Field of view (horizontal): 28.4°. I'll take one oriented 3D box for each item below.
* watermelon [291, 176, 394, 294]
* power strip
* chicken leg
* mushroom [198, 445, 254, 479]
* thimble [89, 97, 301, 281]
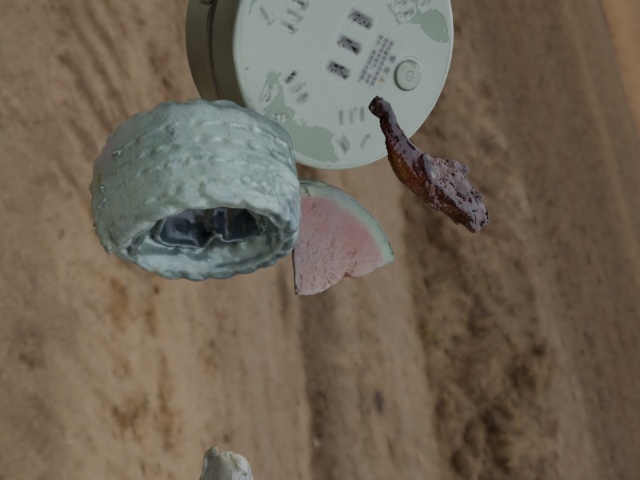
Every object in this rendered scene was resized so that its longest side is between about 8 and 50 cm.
[{"bbox_3d":[0.017,-0.016,2.073,0.207,0.136,0.202,36,49,-47],"label":"watermelon"},{"bbox_3d":[-0.008,-0.271,1.663,0.161,0.357,0.357,26,-33,56],"label":"power strip"},{"bbox_3d":[0.129,-0.085,1.514,0.205,0.053,0.093,42,45,-25],"label":"chicken leg"},{"bbox_3d":[-0.165,0.437,1.604,0.109,0.097,0.351,80,28,-61],"label":"mushroom"},{"bbox_3d":[-0.149,-0.063,1.506,0.205,0.250,0.172,105,-21,-58],"label":"thimble"}]
